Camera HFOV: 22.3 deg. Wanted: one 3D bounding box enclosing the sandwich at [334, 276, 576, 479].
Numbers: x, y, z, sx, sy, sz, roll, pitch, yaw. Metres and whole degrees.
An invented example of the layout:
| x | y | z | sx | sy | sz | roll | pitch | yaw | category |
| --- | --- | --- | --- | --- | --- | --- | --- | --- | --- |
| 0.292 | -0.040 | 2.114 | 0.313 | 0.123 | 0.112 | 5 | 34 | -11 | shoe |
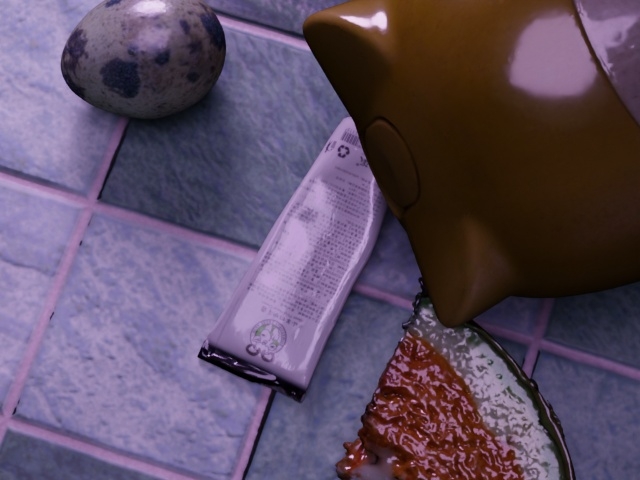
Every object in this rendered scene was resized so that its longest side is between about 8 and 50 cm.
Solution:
| x | y | z | sx | sy | sz | roll | pitch | yaw | category |
| --- | --- | --- | --- | --- | --- | --- | --- | --- | --- |
| 0.143 | 0.210 | 1.614 | 0.292 | 0.109 | 0.212 | 43 | 84 | 16 | sandwich |

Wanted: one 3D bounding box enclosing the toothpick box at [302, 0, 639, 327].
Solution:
| x | y | z | sx | sy | sz | roll | pitch | yaw | category |
| --- | --- | --- | --- | --- | --- | --- | --- | --- | --- |
| 0.237 | -0.148 | 1.573 | 0.425 | 0.409 | 0.409 | -25 | 73 | -12 | toothpick box |

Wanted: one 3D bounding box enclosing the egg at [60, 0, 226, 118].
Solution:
| x | y | z | sx | sy | sz | roll | pitch | yaw | category |
| --- | --- | --- | --- | --- | --- | --- | --- | --- | --- |
| -0.190 | -0.199 | 1.738 | 0.181 | 0.141 | 0.141 | -13 | 72 | 7 | egg |

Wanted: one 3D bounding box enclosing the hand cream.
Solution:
| x | y | z | sx | sy | sz | roll | pitch | yaw | category |
| --- | --- | --- | --- | --- | --- | --- | --- | --- | --- |
| 0.000 | 0.000 | 1.711 | 0.121 | 0.076 | 0.336 | 25 | 81 | 15 | hand cream |
